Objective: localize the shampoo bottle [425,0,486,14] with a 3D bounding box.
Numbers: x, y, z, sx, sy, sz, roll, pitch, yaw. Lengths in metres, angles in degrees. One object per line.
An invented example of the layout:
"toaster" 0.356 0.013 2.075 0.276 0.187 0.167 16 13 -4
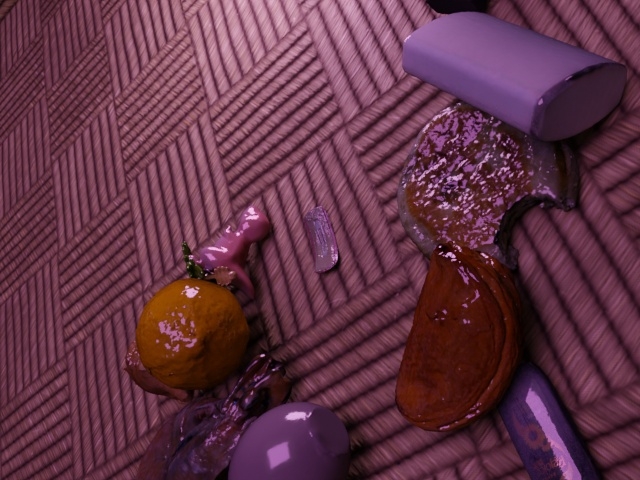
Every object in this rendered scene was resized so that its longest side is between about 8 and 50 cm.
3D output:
"shampoo bottle" 0.288 -0.551 1.197 0.098 0.071 0.309 20 88 45

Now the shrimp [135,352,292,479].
"shrimp" -0.215 0.371 1.292 0.446 0.110 0.221 -43 34 22

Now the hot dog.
"hot dog" 0.191 0.143 0.960 0.196 0.122 0.272 -134 51 -65

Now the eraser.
"eraser" 0.284 -0.258 1.023 0.189 0.104 0.290 -26 43 -23

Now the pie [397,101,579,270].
"pie" 0.248 -0.091 1.068 0.302 0.067 0.302 -16 63 36

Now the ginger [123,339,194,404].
"ginger" -0.323 0.256 1.368 0.102 0.157 0.216 -61 18 -8

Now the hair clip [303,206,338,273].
"hair clip" 0.001 0.000 1.282 0.054 0.022 0.137 -32 56 28

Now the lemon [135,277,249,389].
"lemon" -0.228 0.169 1.221 0.260 0.204 0.204 158 128 -80

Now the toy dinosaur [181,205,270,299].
"toy dinosaur" -0.172 0.040 1.376 0.177 0.152 0.194 -19 51 3

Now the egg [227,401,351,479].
"egg" -0.056 0.365 1.091 0.232 0.176 0.176 -48 49 19

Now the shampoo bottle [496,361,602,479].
"shampoo bottle" 0.305 0.278 0.891 0.087 0.049 0.233 -43 50 31
